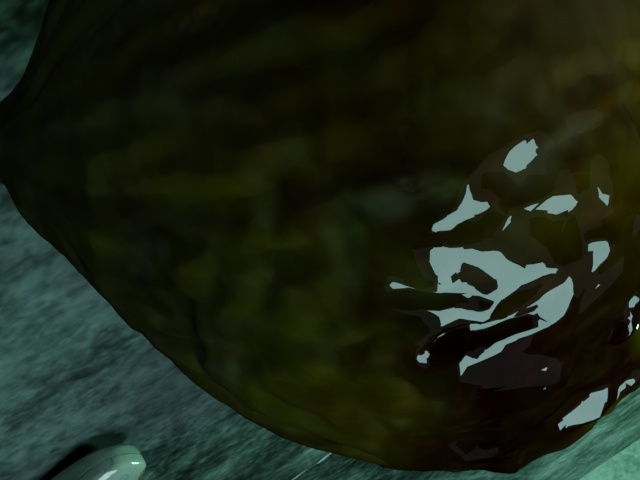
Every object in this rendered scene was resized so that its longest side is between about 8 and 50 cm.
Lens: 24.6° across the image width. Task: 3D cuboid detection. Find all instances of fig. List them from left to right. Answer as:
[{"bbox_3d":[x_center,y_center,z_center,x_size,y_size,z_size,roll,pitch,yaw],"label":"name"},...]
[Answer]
[{"bbox_3d":[-0.047,-0.047,0.590,0.368,0.286,0.286,-5,162,11],"label":"fig"}]

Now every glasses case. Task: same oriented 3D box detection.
[{"bbox_3d":[-0.202,0.213,1.143,0.164,0.041,0.063,-41,158,19],"label":"glasses case"}]
